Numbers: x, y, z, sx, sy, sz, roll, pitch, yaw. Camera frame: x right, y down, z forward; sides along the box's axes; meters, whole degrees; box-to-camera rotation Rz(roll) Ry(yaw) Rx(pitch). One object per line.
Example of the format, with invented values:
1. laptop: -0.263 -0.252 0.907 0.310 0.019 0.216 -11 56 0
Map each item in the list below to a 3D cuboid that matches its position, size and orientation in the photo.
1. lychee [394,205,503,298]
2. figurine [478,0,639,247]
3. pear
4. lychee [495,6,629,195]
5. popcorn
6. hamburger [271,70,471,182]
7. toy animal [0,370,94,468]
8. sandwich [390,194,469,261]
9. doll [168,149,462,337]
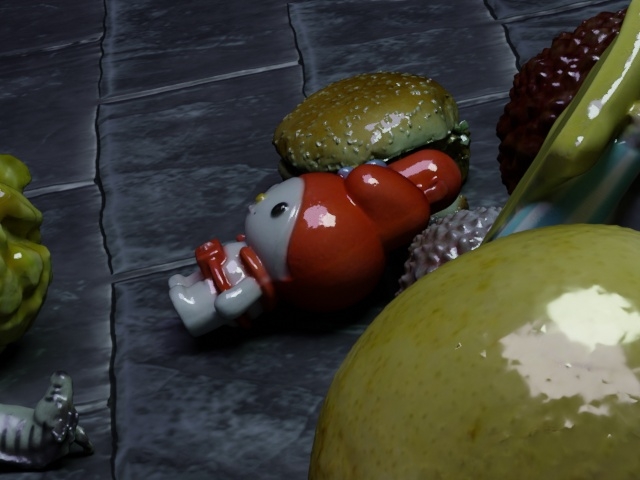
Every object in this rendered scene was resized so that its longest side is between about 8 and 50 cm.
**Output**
1. lychee: 0.144 0.054 1.630 0.165 0.165 0.197 -12 19 -1
2. figurine: 0.295 0.061 1.452 0.361 0.377 0.266 -58 -4 -9
3. pear: 0.163 0.157 1.205 0.348 0.348 0.348 -9 25 4
4. lychee: 0.294 -0.076 1.731 0.300 0.264 0.264 10 32 30
5. popcorn: -0.384 0.014 1.872 0.258 0.224 0.270 -3 12 -23
6. hamburger: 0.046 -0.105 2.046 0.189 0.122 0.215 -22 25 -21
7. toy animal: -0.318 0.170 1.691 0.217 0.073 0.176 -31 46 -27
8. sandwich: 0.092 -0.006 1.921 0.105 0.036 0.093 -6 27 14
9. doll: 0.000 0.000 1.835 0.290 0.130 0.161 -27 12 1
